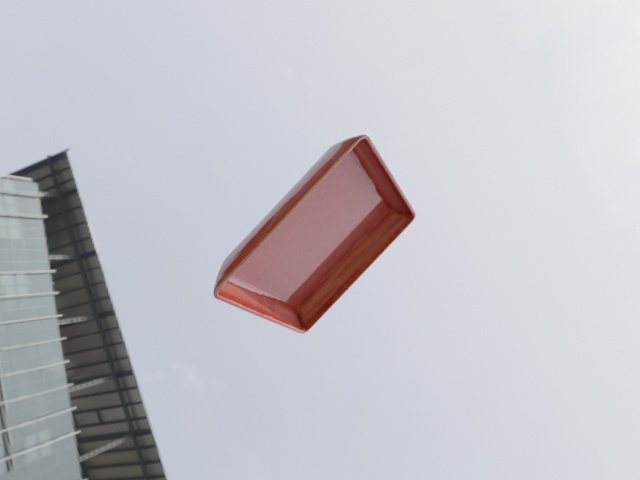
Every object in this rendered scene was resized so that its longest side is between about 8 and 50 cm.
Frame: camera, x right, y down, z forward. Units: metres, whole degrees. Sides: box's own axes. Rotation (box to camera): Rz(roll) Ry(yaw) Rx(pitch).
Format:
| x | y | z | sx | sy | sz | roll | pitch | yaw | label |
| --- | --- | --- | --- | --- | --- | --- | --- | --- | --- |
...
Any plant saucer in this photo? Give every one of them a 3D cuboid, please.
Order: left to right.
| x | y | z | sx | sy | sz | roll | pitch | yaw | label |
| --- | --- | --- | --- | --- | --- | --- | --- | --- | --- |
| 0.000 | 0.000 | 0.703 | 0.259 | 0.258 | 0.048 | -46 | -121 | 2 | plant saucer |
